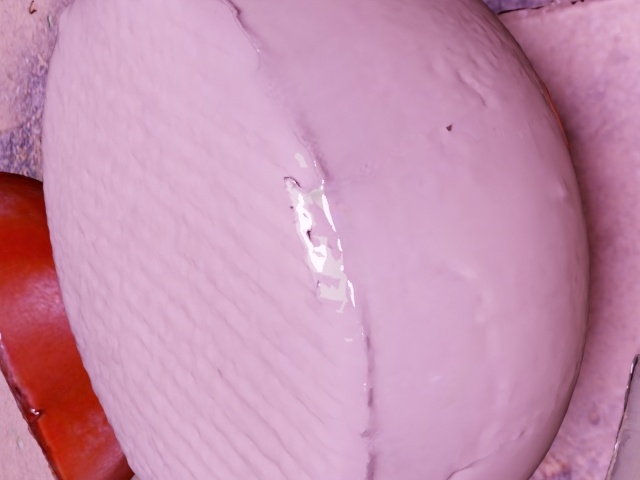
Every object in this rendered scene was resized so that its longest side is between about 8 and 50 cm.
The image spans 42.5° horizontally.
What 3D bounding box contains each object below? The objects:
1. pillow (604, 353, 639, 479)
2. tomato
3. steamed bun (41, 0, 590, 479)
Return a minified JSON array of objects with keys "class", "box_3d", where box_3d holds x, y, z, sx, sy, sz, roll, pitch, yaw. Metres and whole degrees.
[{"class":"pillow","box_3d":[0.278,0.190,0.400,0.302,0.075,0.185,19,100,37]},{"class":"tomato","box_3d":[-0.224,0.067,0.722,0.338,0.143,0.338,44,150,34]},{"class":"steamed bun","box_3d":[0.000,0.000,0.491,0.374,0.241,0.375,25,120,51]}]
